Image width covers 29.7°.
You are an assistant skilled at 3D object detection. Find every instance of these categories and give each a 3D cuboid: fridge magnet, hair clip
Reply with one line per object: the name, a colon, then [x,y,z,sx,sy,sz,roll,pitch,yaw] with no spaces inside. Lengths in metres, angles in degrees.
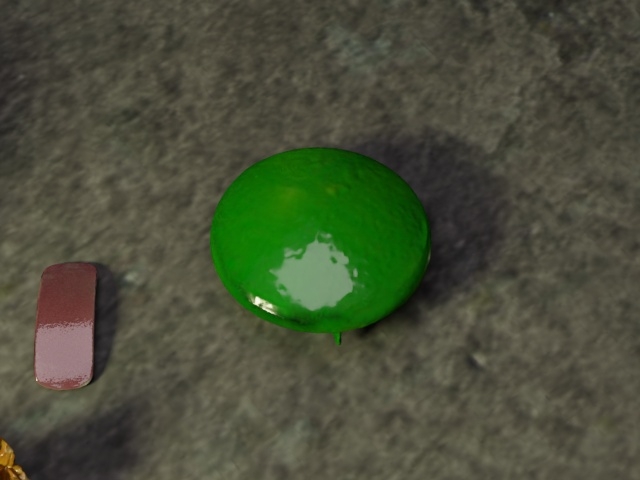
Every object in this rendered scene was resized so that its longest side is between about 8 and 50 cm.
fridge magnet: [0.000,0.000,1.132,0.208,0.088,0.208,1,55,-2]
hair clip: [-0.234,0.074,1.113,0.054,0.022,0.137,0,55,-6]

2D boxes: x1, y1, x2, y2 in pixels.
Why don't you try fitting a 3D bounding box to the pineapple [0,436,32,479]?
pineapple: [-0.272,0.214,0.980,0.069,0.137,0.116,-36,21,-28]
